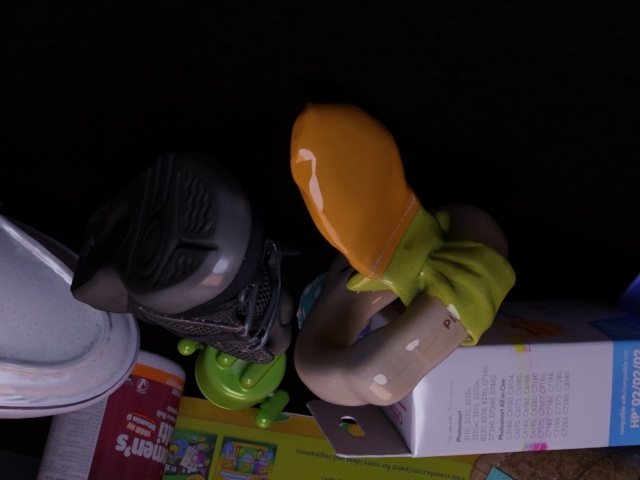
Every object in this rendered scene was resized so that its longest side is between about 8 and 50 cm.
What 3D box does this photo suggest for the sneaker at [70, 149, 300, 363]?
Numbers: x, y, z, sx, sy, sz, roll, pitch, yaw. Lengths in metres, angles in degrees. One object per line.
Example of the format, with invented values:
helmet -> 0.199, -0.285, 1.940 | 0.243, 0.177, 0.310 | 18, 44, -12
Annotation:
sneaker -> -0.052, 0.013, 0.675 | 0.130, 0.087, 0.227 | 16, 165, -20

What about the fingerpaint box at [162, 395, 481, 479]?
fingerpaint box -> -0.031, 0.392, 1.381 | 0.444, 0.371, 0.163 | 6, 162, 15

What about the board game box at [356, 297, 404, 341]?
board game box -> 0.116, 0.096, 0.893 | 0.165, 0.042, 0.243 | 4, 161, 23

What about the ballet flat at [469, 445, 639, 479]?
ballet flat -> 0.170, 0.161, 0.797 | 0.124, 0.116, 0.342 | 23, -178, 23

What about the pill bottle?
pill bottle -> -0.214, 0.220, 1.203 | 0.121, 0.221, 0.121 | 11, 163, 3

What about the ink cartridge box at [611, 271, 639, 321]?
ink cartridge box -> 0.320, 0.085, 0.698 | 0.311, 0.065, 0.186 | 12, 163, 4

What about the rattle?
rattle -> 0.000, 0.000, 0.629 | 0.142, 0.130, 0.199 | 30, -176, -20

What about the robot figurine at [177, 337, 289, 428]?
robot figurine -> -0.066, 0.102, 0.989 | 0.101, 0.067, 0.115 | 41, 161, -1

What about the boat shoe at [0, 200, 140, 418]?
boat shoe -> -0.260, -0.004, 0.710 | 0.367, 0.136, 0.156 | 28, 155, -18

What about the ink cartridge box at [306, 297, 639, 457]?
ink cartridge box -> 0.089, 0.073, 0.676 | 0.181, 0.062, 0.104 | -1, -171, -11
